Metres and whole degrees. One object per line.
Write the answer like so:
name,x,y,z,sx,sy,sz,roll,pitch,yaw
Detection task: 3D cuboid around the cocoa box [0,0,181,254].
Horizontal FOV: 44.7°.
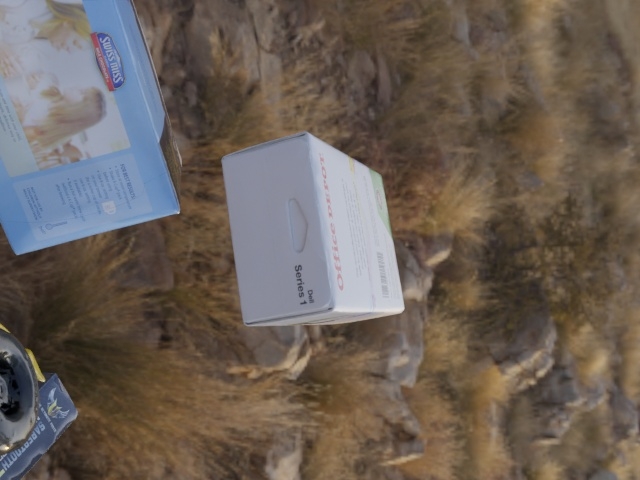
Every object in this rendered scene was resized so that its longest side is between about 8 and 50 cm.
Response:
cocoa box,-0.337,-0.199,1.020,0.228,0.231,0.347,-111,-173,-63

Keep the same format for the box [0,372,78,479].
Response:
box,-0.374,0.199,0.729,0.183,0.232,0.059,-55,134,-50

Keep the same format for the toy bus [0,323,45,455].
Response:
toy bus,-0.268,0.054,0.406,0.220,0.149,0.212,-81,159,-73

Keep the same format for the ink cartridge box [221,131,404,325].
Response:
ink cartridge box,0.000,0.000,0.972,0.278,0.117,0.202,14,66,-68
